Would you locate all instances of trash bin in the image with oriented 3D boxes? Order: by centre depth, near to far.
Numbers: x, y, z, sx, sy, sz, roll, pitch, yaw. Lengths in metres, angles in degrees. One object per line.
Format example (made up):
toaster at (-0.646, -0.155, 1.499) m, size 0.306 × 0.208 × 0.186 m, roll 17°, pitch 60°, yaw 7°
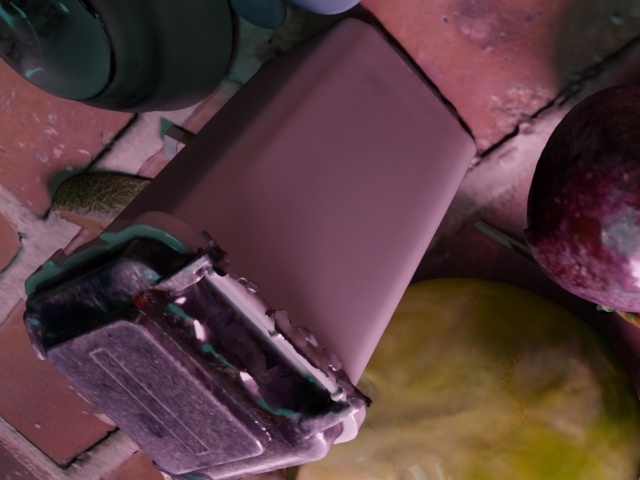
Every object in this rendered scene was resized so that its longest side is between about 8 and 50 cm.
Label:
trash bin at (-0.033, -0.002, 1.421) m, size 0.256 × 0.367 × 0.296 m, roll 46°, pitch 146°, yaw -14°

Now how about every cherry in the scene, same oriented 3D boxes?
cherry at (0.253, -0.027, 1.315) m, size 0.195 × 0.195 × 0.195 m, roll 23°, pitch 142°, yaw 19°

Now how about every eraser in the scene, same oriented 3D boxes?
eraser at (-0.120, -0.082, 1.706) m, size 0.083 × 0.019 × 0.038 m, roll 27°, pitch 145°, yaw 14°

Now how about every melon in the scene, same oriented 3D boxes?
melon at (-0.237, -0.033, 1.852) m, size 0.182 × 0.054 × 0.098 m, roll 15°, pitch 154°, yaw 29°

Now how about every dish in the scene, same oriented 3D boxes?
dish at (-0.236, -0.222, 1.573) m, size 0.316 × 0.106 × 0.316 m, roll 23°, pitch 143°, yaw 19°

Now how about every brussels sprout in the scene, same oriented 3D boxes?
brussels sprout at (0.131, 0.185, 1.563) m, size 0.344 × 0.268 × 0.344 m, roll 2°, pitch 137°, yaw 2°

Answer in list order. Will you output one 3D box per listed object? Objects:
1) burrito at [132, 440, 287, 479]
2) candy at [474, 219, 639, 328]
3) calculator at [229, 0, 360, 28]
burrito at (-0.080, 0.265, 1.765) m, size 0.348 × 0.107 × 0.175 m, roll 47°, pitch 160°, yaw 12°
candy at (0.254, 0.055, 1.504) m, size 0.288 × 0.084 × 0.078 m, roll 30°, pitch 148°, yaw 23°
calculator at (-0.018, -0.282, 1.373) m, size 0.188 × 0.042 × 0.302 m, roll 36°, pitch 144°, yaw 0°
